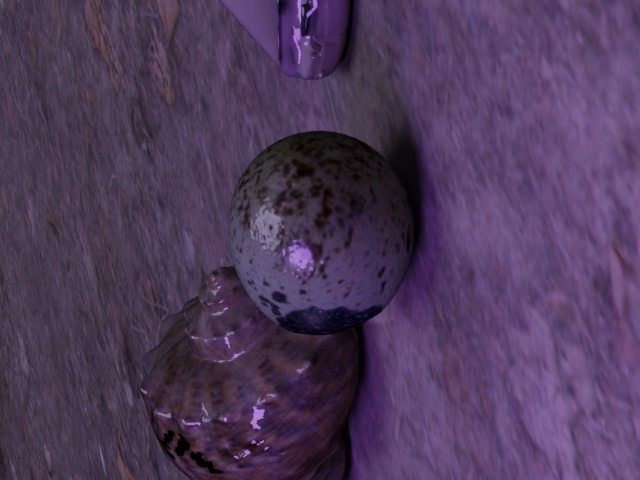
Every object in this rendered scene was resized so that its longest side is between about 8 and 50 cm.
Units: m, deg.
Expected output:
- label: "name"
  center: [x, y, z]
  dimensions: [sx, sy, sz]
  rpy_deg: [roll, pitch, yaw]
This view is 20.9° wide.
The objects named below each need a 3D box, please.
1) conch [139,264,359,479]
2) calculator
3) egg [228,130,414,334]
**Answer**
- label: "conch"
  center: [-0.024, 0.080, 0.946]
  dimensions: [0.207, 0.130, 0.155]
  rpy_deg: [66, -148, -41]
- label: "calculator"
  center: [-0.025, -0.149, 0.887]
  dimensions: [0.175, 0.032, 0.100]
  rpy_deg: [-127, 32, -58]
- label: "egg"
  center: [0.000, 0.000, 0.790]
  dimensions: [0.110, 0.085, 0.085]
  rpy_deg: [94, 159, -45]
